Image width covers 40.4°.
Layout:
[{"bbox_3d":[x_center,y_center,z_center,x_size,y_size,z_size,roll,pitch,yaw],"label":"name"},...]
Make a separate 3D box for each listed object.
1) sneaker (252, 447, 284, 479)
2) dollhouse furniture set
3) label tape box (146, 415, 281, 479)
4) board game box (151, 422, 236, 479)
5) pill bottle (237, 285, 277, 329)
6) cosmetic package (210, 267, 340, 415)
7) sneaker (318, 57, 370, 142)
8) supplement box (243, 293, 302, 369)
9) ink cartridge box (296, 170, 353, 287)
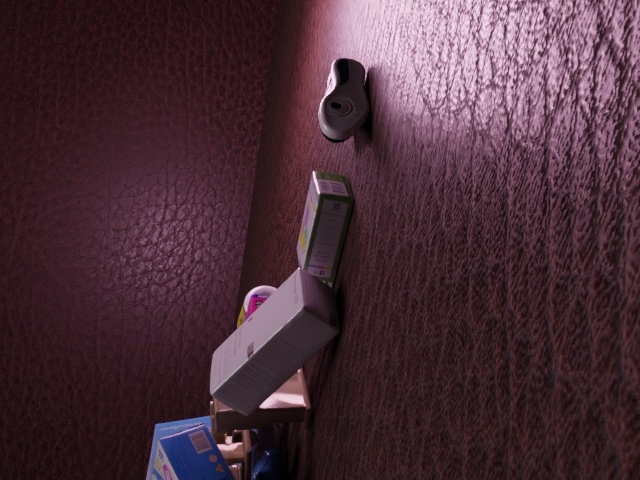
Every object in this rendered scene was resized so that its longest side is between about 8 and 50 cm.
[{"bbox_3d":[-0.086,0.473,1.600,0.082,0.069,0.209,-28,31,33],"label":"sneaker"},{"bbox_3d":[-0.109,0.358,1.535,0.212,0.160,0.242,-107,19,-57],"label":"dollhouse furniture set"},{"bbox_3d":[-0.218,0.521,1.702,0.115,0.249,0.348,52,-148,-49],"label":"label tape box"},{"bbox_3d":[-0.179,0.510,1.398,0.308,0.086,0.302,53,142,34],"label":"board game box"},{"bbox_3d":[-0.141,0.188,2.048,0.184,0.103,0.103,113,164,-58],"label":"pill bottle"},{"bbox_3d":[-0.076,0.164,1.406,0.231,0.085,0.117,-47,24,20],"label":"cosmetic package"},{"bbox_3d":[0.035,-0.198,1.447,0.217,0.079,0.121,-79,1,-48],"label":"sneaker"},{"bbox_3d":[-0.097,0.226,1.706,0.220,0.111,0.114,-91,14,-44],"label":"supplement box"},{"bbox_3d":[0.000,0.000,1.479,0.109,0.062,0.209,-102,22,-64],"label":"ink cartridge box"}]
